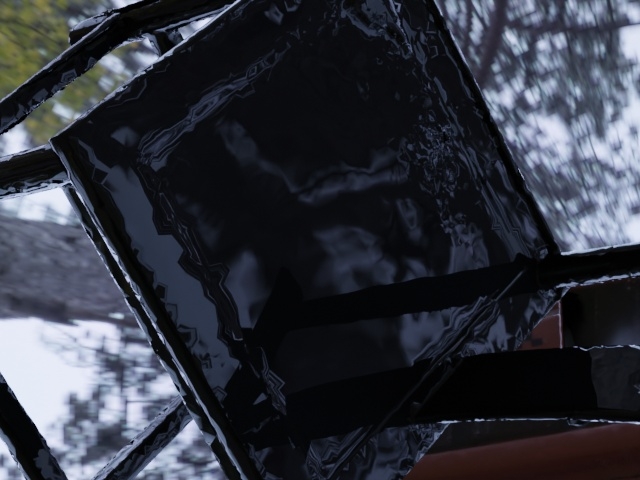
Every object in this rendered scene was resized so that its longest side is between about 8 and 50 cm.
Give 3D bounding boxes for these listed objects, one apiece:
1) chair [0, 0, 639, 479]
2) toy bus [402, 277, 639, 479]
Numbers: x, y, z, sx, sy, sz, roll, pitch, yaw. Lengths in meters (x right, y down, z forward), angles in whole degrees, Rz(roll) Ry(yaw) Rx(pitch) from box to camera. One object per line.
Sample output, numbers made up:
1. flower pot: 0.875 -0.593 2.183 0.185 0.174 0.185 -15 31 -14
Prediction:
1. chair: 0.000 0.000 0.493 0.260 0.154 0.141 -11 -65 45
2. toy bus: 0.167 0.141 1.133 0.427 0.233 0.203 -11 -59 13
